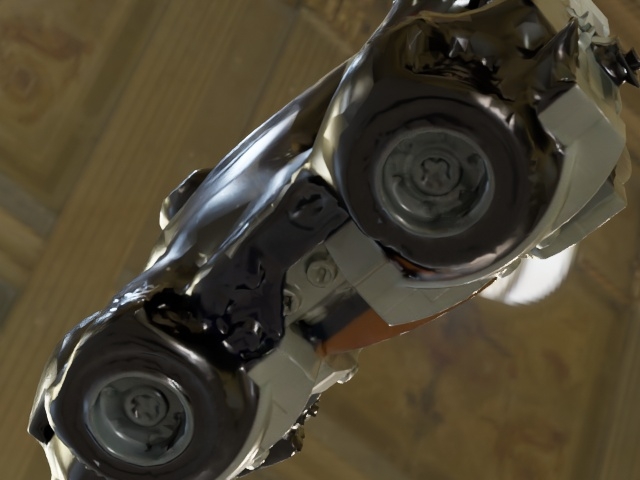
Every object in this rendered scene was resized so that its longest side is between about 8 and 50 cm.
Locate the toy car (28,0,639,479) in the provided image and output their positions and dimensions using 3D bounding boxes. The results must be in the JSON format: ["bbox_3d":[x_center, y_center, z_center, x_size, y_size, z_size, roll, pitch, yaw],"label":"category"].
[{"bbox_3d":[0.001,0.002,0.647,0.118,0.193,0.301,43,-69,-12],"label":"toy car"}]
